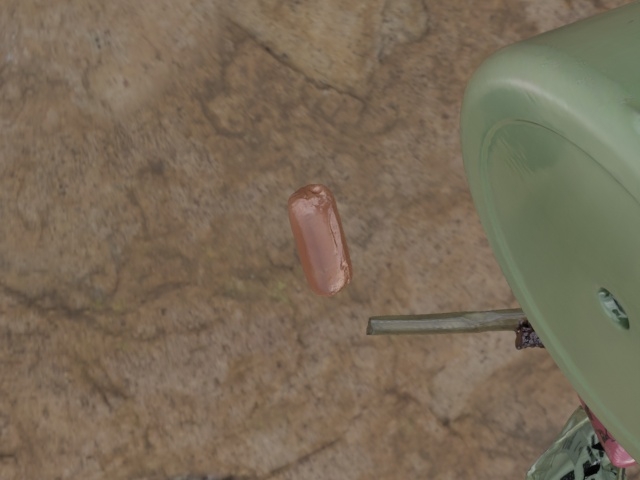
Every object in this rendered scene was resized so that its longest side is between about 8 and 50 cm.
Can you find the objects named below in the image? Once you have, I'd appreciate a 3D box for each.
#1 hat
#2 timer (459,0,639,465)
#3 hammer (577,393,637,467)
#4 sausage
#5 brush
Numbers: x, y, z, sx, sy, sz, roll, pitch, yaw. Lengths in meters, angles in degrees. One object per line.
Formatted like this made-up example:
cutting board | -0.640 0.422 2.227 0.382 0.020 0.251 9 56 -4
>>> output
hat | 0.259 0.230 1.045 0.122 0.166 0.081 -19 119 27
timer | 0.281 -0.037 0.589 0.315 0.291 0.290 -29 112 -9
hammer | 0.237 0.141 0.887 0.043 0.083 0.043 -10 139 -9
sausage | 0.000 0.000 0.738 0.034 0.034 0.083 -21 126 -7
brush | 0.168 0.084 1.049 0.248 0.036 0.043 -2 149 -2
